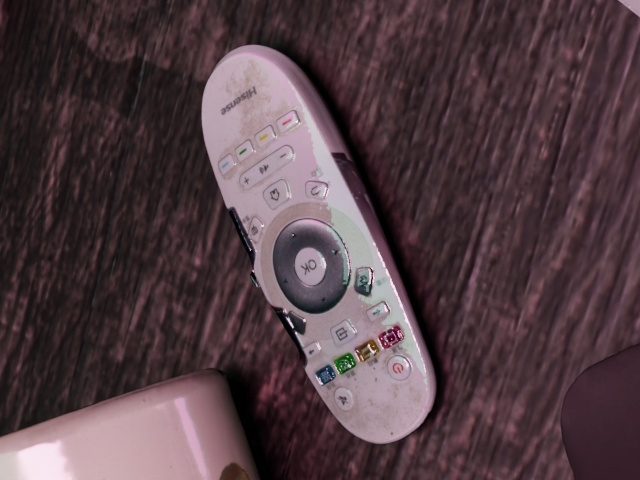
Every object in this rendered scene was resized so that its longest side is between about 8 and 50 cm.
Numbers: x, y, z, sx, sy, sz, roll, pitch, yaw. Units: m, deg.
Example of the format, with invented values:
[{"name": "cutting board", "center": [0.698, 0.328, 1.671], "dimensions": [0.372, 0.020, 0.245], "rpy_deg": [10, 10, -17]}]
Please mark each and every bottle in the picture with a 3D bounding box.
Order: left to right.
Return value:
[{"name": "bottle", "center": [-0.102, 0.269, 1.150], "dimensions": [0.229, 0.229, 0.351], "rpy_deg": [-21, 84, 37]}]

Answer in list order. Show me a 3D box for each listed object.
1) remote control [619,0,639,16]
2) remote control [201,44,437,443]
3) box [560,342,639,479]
[{"name": "remote control", "center": [0.204, -0.187, 1.003], "dimensions": [0.061, 0.029, 0.162], "rpy_deg": [46, 123, 30]}, {"name": "remote control", "center": [-0.001, 0.001, 1.164], "dimensions": [0.097, 0.045, 0.256], "rpy_deg": [-30, 77, 36]}, {"name": "box", "center": [0.234, 0.130, 0.984], "dimensions": [0.212, 0.042, 0.201], "rpy_deg": [-28, 74, 35]}]
